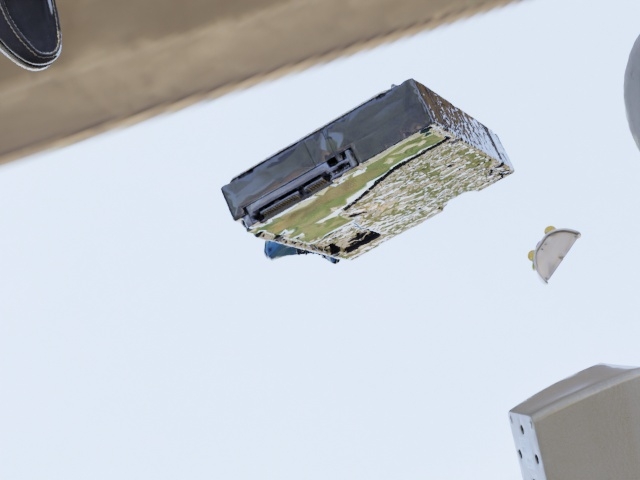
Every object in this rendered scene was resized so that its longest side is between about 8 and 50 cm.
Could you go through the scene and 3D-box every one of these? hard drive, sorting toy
[{"bbox_3d":[0.062,-0.069,1.630,0.237,0.064,0.339,-29,-15,17],"label":"hard drive"},{"bbox_3d":[0.310,0.022,2.006,0.083,0.045,0.075,-54,-15,-9],"label":"sorting toy"}]

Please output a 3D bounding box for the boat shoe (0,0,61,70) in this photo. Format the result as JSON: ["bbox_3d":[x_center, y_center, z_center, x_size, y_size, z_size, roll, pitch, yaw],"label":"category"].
[{"bbox_3d":[-0.268,-0.246,1.274,0.065,0.206,0.075,-7,17,44],"label":"boat shoe"}]

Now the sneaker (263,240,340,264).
[{"bbox_3d":[0.000,0.000,2.063,0.162,0.073,0.063,-16,-24,1],"label":"sneaker"}]

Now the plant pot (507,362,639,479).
[{"bbox_3d":[0.215,0.166,1.216,0.096,0.109,0.109,-14,-1,-9],"label":"plant pot"}]

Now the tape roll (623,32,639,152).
[{"bbox_3d":[0.511,-0.176,1.771,0.100,0.286,0.286,-26,-22,-47],"label":"tape roll"}]
